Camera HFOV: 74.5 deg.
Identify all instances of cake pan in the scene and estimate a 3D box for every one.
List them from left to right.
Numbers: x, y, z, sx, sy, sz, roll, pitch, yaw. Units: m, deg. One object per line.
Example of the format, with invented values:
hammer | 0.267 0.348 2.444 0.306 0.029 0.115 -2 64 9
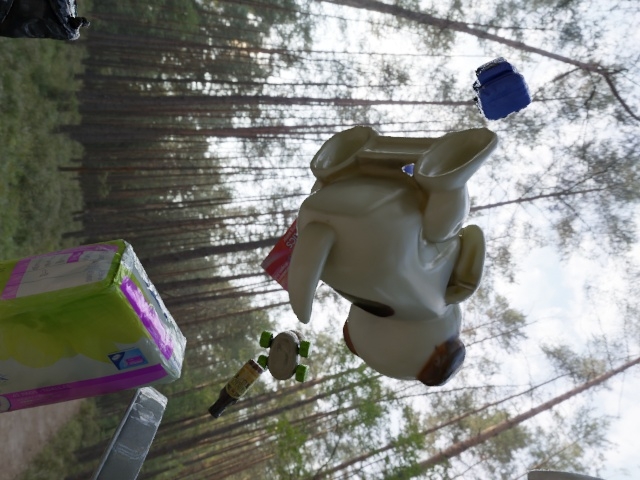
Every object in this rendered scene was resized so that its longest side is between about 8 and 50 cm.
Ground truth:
cake pan | -0.321 0.360 0.651 0.293 0.054 0.293 -57 -166 23

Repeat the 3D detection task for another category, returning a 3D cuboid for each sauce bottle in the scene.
sauce bottle | -0.168 0.296 0.839 0.042 0.128 0.042 38 -15 12

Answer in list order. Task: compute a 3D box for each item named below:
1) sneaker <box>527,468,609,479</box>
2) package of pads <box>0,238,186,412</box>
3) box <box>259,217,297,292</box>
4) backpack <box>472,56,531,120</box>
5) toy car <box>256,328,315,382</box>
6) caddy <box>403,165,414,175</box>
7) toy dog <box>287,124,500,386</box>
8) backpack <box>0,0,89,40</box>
sneaker | 0.552 0.532 0.800 0.126 0.321 0.127 116 -10 -58
package of pads | -0.372 0.126 0.585 0.101 0.297 0.229 -102 -179 -50
box | 0.000 0.000 1.120 0.154 0.142 0.300 44 -68 8
backpack | 0.344 -0.291 0.815 0.098 0.101 0.120 -25 -151 27
toy car | -0.092 0.343 1.328 0.188 0.155 0.149 -13 113 -75
caddy | 0.256 -0.114 1.304 0.241 0.341 0.179 -29 -151 24
toy dog | 0.135 0.063 0.700 0.285 0.395 0.408 4 -50 30
backpack | -0.477 -0.428 0.673 0.115 0.152 0.182 38 -48 31
